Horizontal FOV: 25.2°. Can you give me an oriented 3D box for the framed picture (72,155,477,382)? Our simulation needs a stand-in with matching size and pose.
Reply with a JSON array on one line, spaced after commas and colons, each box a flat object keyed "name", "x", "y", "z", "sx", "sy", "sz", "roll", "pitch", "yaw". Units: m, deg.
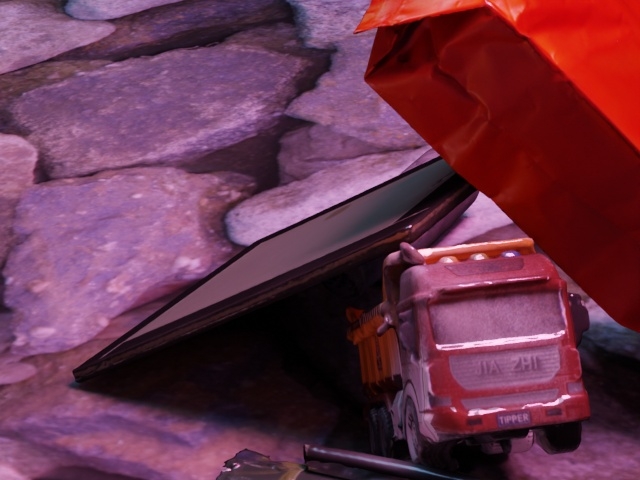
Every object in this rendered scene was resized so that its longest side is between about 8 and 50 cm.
[{"name": "framed picture", "x": 0.000, "y": 0.000, "z": 1.066, "sx": 0.347, "sy": 0.016, "sz": 0.265, "roll": -25, "pitch": 7, "yaw": 38}]

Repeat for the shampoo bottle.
[{"name": "shampoo bottle", "x": 0.069, "y": -0.015, "z": 1.237, "sx": 0.072, "sy": 0.072, "sz": 0.214, "roll": 12, "pitch": 31, "yaw": 27}]

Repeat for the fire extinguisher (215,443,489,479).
[{"name": "fire extinguisher", "x": 0.076, "y": 0.190, "z": 0.792, "sx": 0.294, "sy": 0.118, "sz": 0.093, "roll": 10, "pitch": -12, "yaw": 23}]

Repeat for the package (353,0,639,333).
[{"name": "package", "x": 0.209, "y": -0.060, "z": 0.957, "sx": 0.123, "sy": 0.423, "sz": 0.196, "roll": -31, "pitch": 22, "yaw": 42}]

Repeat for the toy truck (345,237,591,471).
[{"name": "toy truck", "x": 0.086, "y": 0.074, "z": 0.912, "sx": 0.114, "sy": 0.135, "sz": 0.270, "roll": -7, "pitch": -7, "yaw": -7}]
